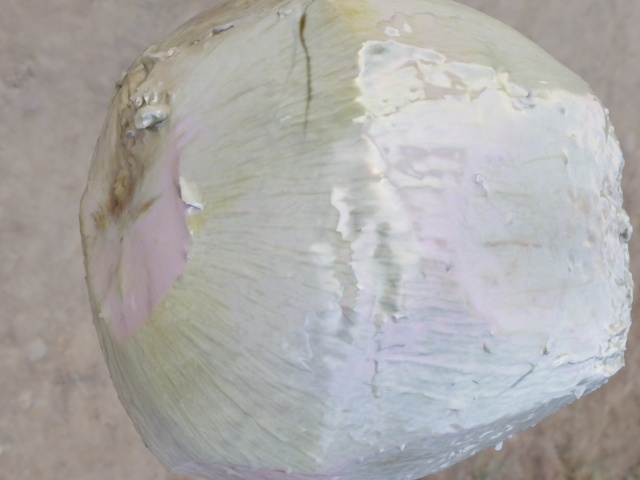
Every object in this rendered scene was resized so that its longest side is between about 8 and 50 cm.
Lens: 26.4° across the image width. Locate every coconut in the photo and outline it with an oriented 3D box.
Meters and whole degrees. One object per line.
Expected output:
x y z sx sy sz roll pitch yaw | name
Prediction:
0.000 0.000 0.747 0.254 0.297 0.297 -4 120 -44 | coconut
